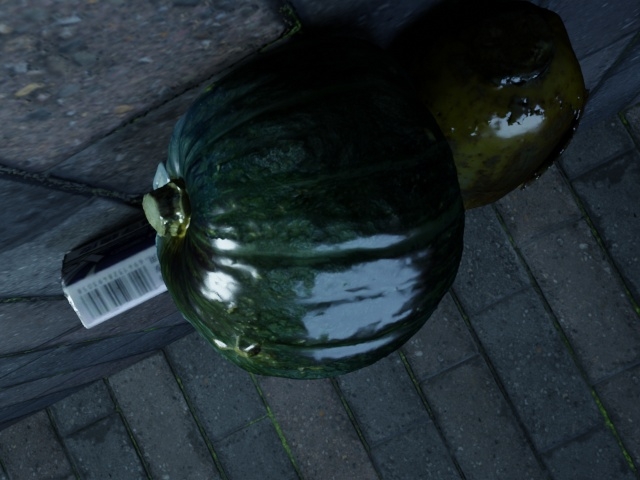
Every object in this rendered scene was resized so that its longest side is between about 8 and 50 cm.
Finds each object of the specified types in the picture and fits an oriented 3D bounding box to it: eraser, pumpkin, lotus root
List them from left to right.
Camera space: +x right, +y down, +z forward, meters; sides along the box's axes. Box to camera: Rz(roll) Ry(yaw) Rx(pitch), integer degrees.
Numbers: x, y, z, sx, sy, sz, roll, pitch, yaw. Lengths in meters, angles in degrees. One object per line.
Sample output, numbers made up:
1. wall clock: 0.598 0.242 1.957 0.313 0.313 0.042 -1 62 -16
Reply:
1. eraser: -0.183 0.011 0.862 0.210 0.068 0.124 -26 -160 -7
2. pumpkin: 0.000 0.000 0.654 0.263 0.197 0.293 -13 136 -25
3. lotus root: 0.168 -0.134 0.847 0.196 0.179 0.397 -10 169 0

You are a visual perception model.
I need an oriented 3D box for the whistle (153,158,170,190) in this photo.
1. whistle: -0.042 -0.089 0.763 0.269 0.093 0.180 -15 164 -31
